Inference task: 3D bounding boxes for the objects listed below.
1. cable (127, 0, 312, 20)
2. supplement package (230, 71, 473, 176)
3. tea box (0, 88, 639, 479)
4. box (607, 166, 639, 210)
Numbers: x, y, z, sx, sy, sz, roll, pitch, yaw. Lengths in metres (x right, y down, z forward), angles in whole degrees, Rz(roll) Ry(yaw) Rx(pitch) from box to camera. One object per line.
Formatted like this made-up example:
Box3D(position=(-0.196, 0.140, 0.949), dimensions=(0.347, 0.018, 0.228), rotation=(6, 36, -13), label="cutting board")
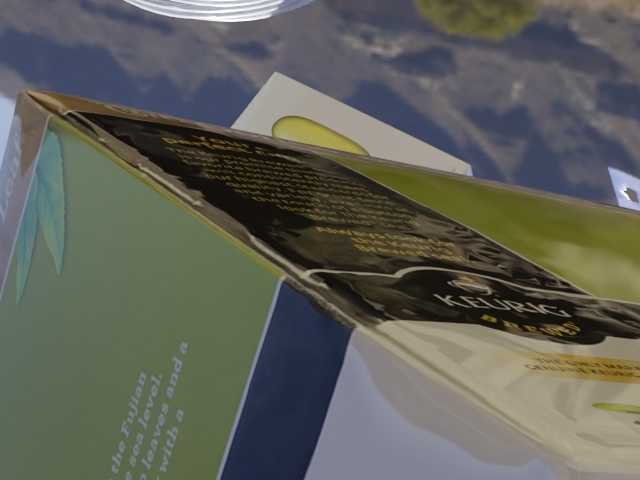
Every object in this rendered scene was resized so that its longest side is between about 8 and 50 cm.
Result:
Box3D(position=(-0.070, -0.272, 1.022), dimensions=(0.257, 0.257, 0.089), rotation=(13, 164, -10), label="cable")
Box3D(position=(0.000, 0.000, 1.354), dimensions=(0.203, 0.194, 0.149), rotation=(27, 158, 23), label="supplement package")
Box3D(position=(0.075, 0.111, 0.534), dimensions=(0.329, 0.220, 0.323), rotation=(9, -166, -33), label="tea box")
Box3D(position=(0.326, 0.015, 1.232), dimensions=(0.225, 0.036, 0.136), rotation=(26, 175, 20), label="box")
